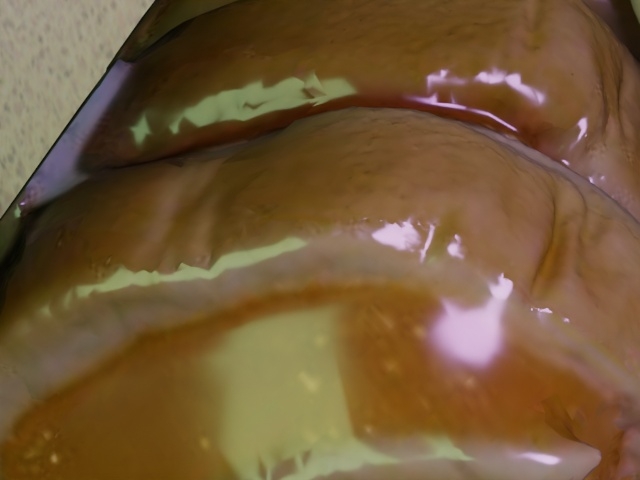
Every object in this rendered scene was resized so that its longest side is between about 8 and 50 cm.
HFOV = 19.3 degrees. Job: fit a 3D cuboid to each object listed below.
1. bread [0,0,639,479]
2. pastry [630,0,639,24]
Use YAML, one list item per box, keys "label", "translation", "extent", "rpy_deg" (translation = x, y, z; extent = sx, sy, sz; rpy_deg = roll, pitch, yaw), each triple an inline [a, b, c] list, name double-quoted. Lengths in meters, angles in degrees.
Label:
- label: "bread"
  translation: [0.000, 0.000, 0.700]
  extent: [0.210, 0.341, 0.300]
  rpy_deg: [44, 134, -18]
- label: "pastry"
  translation: [0.201, -0.131, 0.571]
  extent: [0.265, 0.133, 0.264]
  rpy_deg: [13, 108, 49]
